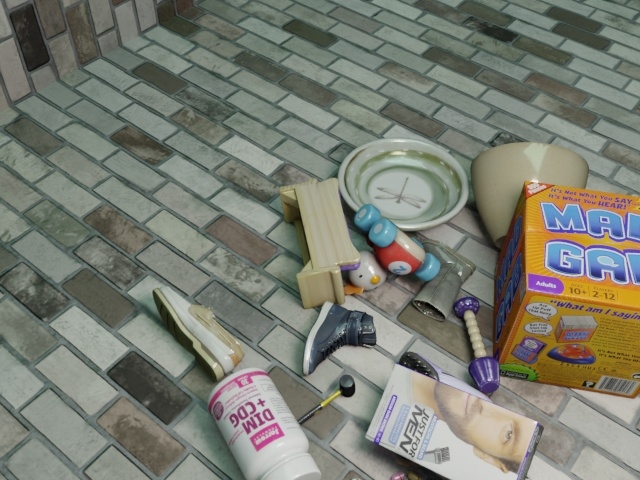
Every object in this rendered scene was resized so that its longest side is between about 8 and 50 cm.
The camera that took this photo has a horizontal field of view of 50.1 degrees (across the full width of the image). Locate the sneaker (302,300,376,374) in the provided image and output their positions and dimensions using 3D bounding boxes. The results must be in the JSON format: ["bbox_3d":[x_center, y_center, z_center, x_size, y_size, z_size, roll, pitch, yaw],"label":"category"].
[{"bbox_3d":[0.054,0.260,1.738,0.163,0.086,0.226,14,48,15],"label":"sneaker"}]

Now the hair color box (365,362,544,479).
[{"bbox_3d":[0.289,0.420,1.499,0.338,0.110,0.185,18,78,29],"label":"hair color box"}]

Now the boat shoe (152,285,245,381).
[{"bbox_3d":[-0.315,0.222,1.754,0.103,0.113,0.302,-32,67,-28],"label":"boat shoe"}]

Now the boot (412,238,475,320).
[{"bbox_3d":[0.314,0.107,1.901,0.189,0.076,0.208,28,60,24],"label":"boot"}]

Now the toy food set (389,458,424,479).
[{"bbox_3d":[0.190,0.556,1.526,0.077,0.019,0.122,10,57,7],"label":"toy food set"}]

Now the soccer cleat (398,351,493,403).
[{"bbox_3d":[0.322,0.378,1.646,0.116,0.109,0.318,-11,40,-44],"label":"soccer cleat"}]

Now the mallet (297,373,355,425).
[{"bbox_3d":[0.007,0.388,1.639,0.189,0.062,0.039,-29,54,-24],"label":"mallet"}]

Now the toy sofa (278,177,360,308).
[{"bbox_3d":[0.000,0.000,1.917,0.177,0.150,0.363,-12,49,-3],"label":"toy sofa"}]

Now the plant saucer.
[{"bbox_3d":[0.250,-0.155,2.103,0.400,0.101,0.401,1,49,-1],"label":"plant saucer"}]

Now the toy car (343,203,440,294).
[{"bbox_3d":[0.155,0.068,1.856,0.238,0.219,0.210,-51,29,7],"label":"toy car"}]

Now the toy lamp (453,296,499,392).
[{"bbox_3d":[0.395,0.263,1.729,0.080,0.080,0.275,-1,38,-3],"label":"toy lamp"}]

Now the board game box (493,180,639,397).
[{"bbox_3d":[0.643,0.121,1.696,0.356,0.356,0.356,9,49,6],"label":"board game box"}]

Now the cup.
[{"bbox_3d":[0.588,-0.098,1.950,0.330,0.331,0.237,7,70,5],"label":"cup"}]

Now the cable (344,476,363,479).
[{"bbox_3d":[0.158,0.607,1.443,0.139,0.072,0.287,-16,50,-23],"label":"cable"}]

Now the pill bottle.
[{"bbox_3d":[-0.125,0.438,1.525,0.160,0.160,0.283,-24,53,-21],"label":"pill bottle"}]

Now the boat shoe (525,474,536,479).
[{"bbox_3d":[0.428,0.545,1.493,0.267,0.088,0.096,34,56,25],"label":"boat shoe"}]
